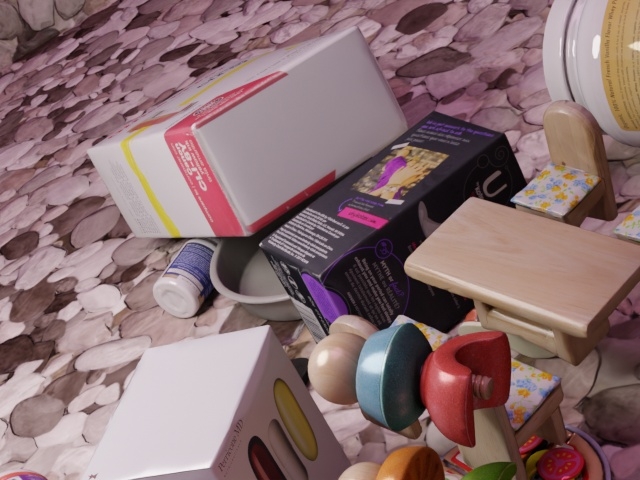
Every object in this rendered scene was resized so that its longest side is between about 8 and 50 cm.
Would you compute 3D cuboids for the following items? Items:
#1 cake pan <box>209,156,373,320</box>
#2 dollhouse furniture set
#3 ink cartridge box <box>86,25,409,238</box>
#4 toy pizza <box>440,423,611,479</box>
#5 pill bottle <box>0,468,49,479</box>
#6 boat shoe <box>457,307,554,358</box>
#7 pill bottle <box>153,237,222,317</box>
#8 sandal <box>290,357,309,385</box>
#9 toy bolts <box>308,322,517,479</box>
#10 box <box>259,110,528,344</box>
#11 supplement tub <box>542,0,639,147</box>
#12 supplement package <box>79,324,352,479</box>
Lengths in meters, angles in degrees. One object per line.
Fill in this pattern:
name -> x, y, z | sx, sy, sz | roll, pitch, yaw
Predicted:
cake pan -> 0.000, 0.000, 1.723 | 0.293, 0.054, 0.293 | -21, 29, 13
dollhouse furniture set -> 0.249, 0.015, 1.213 | 0.394, 0.256, 0.362 | 20, 52, 42
ink cartridge box -> -0.111, -0.136, 1.822 | 0.279, 0.160, 0.384 | -35, 15, -25
toy pizza -> 0.165, 0.231, 1.233 | 0.201, 0.032, 0.201 | -21, 30, 13
pill bottle -> -0.288, 0.320, 1.404 | 0.108, 0.108, 0.193 | -39, 31, -19
boat shoe -> 0.205, 0.091, 1.411 | 0.137, 0.049, 0.043 | 2, 38, 50
pill bottle -> -0.166, 0.040, 1.787 | 0.067, 0.067, 0.120 | -5, 36, 35
sandal -> -0.060, 0.184, 1.492 | 0.067, 0.040, 0.179 | -11, 33, 28
toy bolts -> 0.055, 0.183, 1.088 | 0.158, 0.229, 0.218 | 6, 19, 27
box -> 0.098, 0.003, 1.518 | 0.270, 0.165, 0.143 | -37, 30, -16
supplement tub -> 0.432, -0.213, 1.511 | 0.316, 0.228, 0.228 | 7, 44, 46
supplement package -> -0.091, 0.226, 1.285 | 0.149, 0.203, 0.194 | -13, 33, 26
